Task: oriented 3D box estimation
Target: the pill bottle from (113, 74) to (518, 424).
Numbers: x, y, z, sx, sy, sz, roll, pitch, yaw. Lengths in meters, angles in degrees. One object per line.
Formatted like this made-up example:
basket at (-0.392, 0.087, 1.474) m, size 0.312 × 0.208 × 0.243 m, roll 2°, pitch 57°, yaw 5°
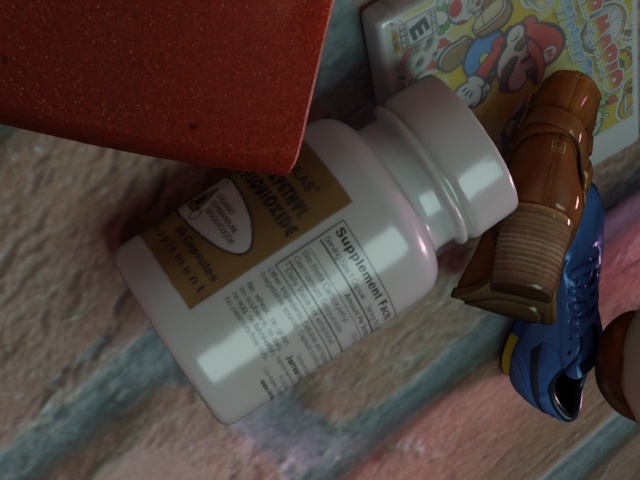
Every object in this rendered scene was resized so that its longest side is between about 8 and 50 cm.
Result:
pill bottle at (0.000, 0.000, 1.011) m, size 0.229 × 0.131 × 0.131 m, roll -33°, pitch 139°, yaw -5°

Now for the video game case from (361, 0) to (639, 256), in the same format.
video game case at (0.132, -0.109, 1.119) m, size 0.206 × 0.026 × 0.227 m, roll -30°, pitch 138°, yaw -17°

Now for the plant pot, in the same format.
plant pot at (-0.138, -0.200, 0.660) m, size 0.236 × 0.267 × 0.267 m, roll -3°, pitch 126°, yaw -24°

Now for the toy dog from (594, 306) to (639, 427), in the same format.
toy dog at (0.402, 0.027, 1.223) m, size 0.408 × 0.285 × 0.395 m, roll -48°, pitch 126°, yaw -16°

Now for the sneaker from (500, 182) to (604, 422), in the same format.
sneaker at (0.196, 0.050, 1.266) m, size 0.069 × 0.082 × 0.209 m, roll -15°, pitch 130°, yaw -27°

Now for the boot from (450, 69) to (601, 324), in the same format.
boot at (0.150, -0.025, 1.129) m, size 0.197 × 0.073 × 0.152 m, roll 120°, pitch -14°, yaw -79°
